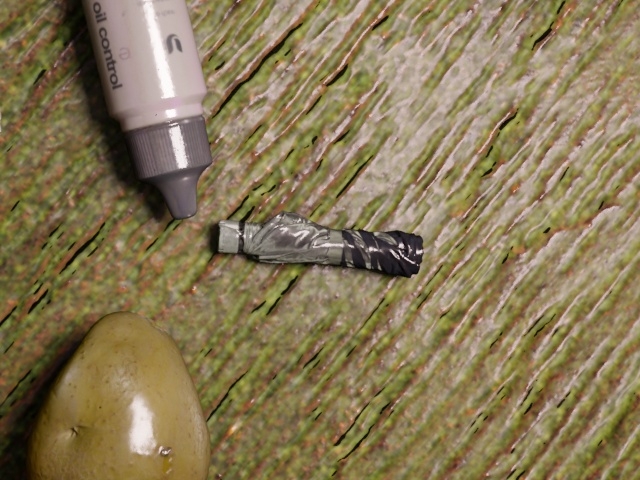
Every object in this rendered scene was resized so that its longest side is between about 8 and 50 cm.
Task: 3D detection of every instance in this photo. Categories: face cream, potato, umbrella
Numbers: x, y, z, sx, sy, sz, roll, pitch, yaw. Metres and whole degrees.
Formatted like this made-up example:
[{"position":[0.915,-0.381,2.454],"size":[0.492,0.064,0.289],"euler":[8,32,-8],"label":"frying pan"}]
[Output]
[{"position":[-0.153,-0.170,1.236],"size":[0.092,0.092,0.311],"euler":[-14,95,-8],"label":"face cream"},{"position":[-0.169,0.160,1.226],"size":[0.157,0.157,0.194],"euler":[7,77,-9],"label":"potato"},{"position":[0.000,0.000,1.288],"size":[0.188,0.046,0.050],"euler":[6,98,-4],"label":"umbrella"}]
